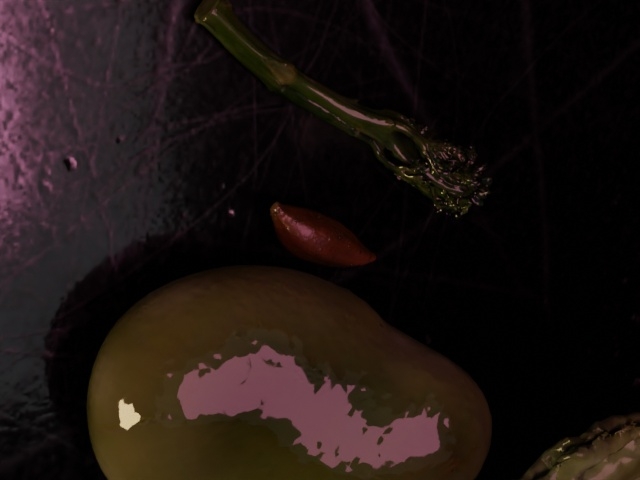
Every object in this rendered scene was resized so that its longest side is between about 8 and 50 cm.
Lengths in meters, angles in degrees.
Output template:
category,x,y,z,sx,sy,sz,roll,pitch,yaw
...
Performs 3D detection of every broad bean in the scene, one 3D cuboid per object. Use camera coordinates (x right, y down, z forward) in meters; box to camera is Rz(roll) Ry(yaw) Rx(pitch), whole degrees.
category,x,y,z,sx,sy,sz,roll,pitch,yaw
broad bean,-0.024,0.112,0.789,0.263,0.121,0.189,18,101,-21

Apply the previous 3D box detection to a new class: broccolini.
category,x,y,z,sx,sy,sz,roll,pitch,yaw
broccolini,0.017,-0.086,0.782,0.239,0.051,0.054,31,95,-29

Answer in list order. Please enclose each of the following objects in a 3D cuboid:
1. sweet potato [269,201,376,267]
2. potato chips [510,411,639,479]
category,x,y,z,sx,sy,sz,roll,pitch,yaw
sweet potato,0.000,0.000,0.801,0.095,0.034,0.034,27,91,-35
potato chips,0.151,0.265,0.908,0.429,0.070,0.358,-31,142,-11
